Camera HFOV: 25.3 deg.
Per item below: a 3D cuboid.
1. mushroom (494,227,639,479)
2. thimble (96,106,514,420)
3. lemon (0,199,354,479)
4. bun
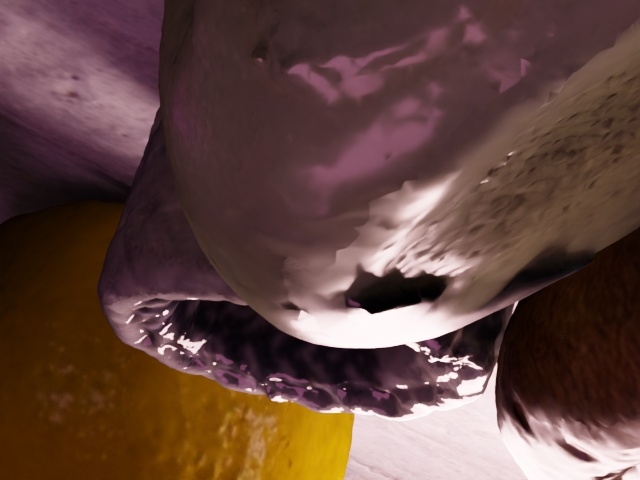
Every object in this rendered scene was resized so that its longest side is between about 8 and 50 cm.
[{"bbox_3d":[0.252,0.067,0.739,0.345,0.239,0.345,10,132,12],"label":"mushroom"},{"bbox_3d":[0.000,0.000,0.836,0.245,0.157,0.217,0,155,37],"label":"thimble"},{"bbox_3d":[-0.149,0.169,1.091,0.364,0.364,0.364,14,158,6],"label":"lemon"},{"bbox_3d":[0.060,-0.101,0.503,0.187,0.293,0.293,53,164,16],"label":"bun"}]
